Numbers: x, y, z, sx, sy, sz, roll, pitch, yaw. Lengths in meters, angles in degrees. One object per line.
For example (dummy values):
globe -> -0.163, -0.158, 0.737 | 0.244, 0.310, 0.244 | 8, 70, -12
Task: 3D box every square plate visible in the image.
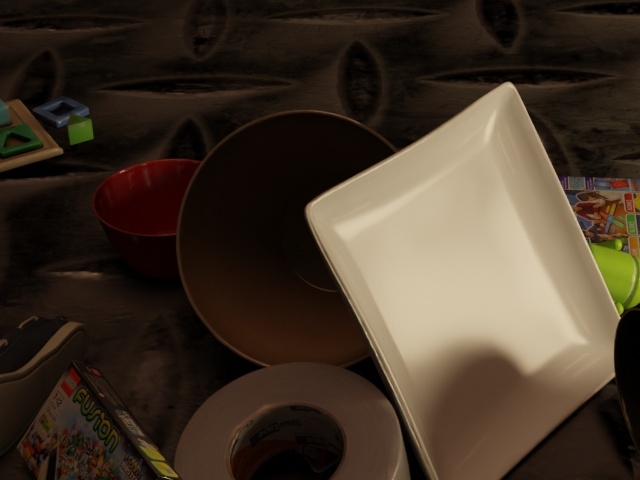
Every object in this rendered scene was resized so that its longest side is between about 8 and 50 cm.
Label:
square plate -> 0.157, 0.052, 1.462 | 0.347, 0.344, 0.049 | -33, 11, -39

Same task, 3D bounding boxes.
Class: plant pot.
plant pot -> 0.000, 0.000, 1.600 | 0.284, 0.284, 0.191 | 6, 3, 12

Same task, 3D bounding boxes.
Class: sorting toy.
sorting toy -> -0.487, -0.151, 2.016 | 0.347, 0.047, 0.196 | -20, 37, -25

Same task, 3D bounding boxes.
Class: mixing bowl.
mixing bowl -> -0.185, -0.015, 1.744 | 0.181, 0.098, 0.181 | -2, 33, 1

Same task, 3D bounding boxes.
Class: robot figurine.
robot figurine -> 0.331, 0.042, 1.646 | 0.115, 0.067, 0.101 | 14, 56, -15

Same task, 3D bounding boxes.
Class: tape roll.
tape roll -> -0.026, 0.221, 1.348 | 0.219, 0.072, 0.219 | -8, 43, 7

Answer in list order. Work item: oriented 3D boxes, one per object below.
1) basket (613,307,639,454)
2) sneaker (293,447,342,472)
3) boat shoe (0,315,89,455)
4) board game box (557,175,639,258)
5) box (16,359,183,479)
basket -> 0.439, 0.145, 1.428 | 0.226, 0.154, 0.204 | -4, 34, -11
sneaker -> -0.029, 0.205, 1.448 | 0.118, 0.042, 0.067 | -2, 29, -5
boat shoe -> -0.341, 0.151, 1.496 | 0.079, 0.095, 0.254 | 14, 34, 20
board game box -> 0.357, -0.016, 1.780 | 0.136, 0.035, 0.201 | 3, 33, 7
box -> -0.218, 0.218, 1.375 | 0.036, 0.114, 0.207 | 26, 10, -42
